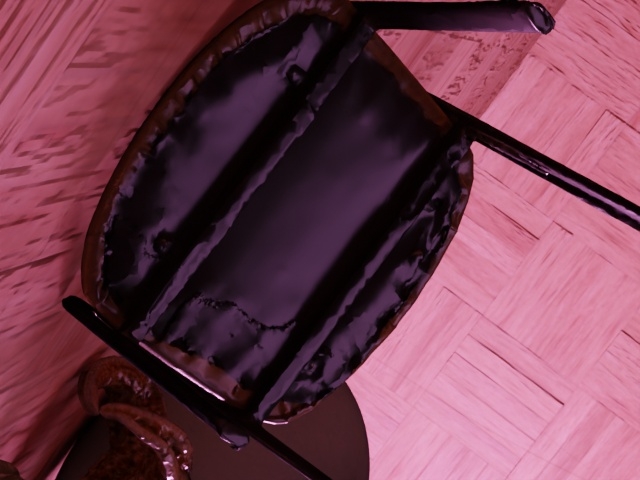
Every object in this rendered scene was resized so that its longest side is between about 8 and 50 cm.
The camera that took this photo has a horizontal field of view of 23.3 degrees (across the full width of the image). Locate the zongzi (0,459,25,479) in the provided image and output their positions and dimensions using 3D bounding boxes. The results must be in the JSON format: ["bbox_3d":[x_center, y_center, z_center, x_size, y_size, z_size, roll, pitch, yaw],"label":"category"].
[{"bbox_3d":[-0.131,0.156,0.624,0.055,0.119,0.109,-2,133,-52],"label":"zongzi"}]

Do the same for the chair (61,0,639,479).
[{"bbox_3d":[0.000,0.000,0.587,0.159,0.172,0.247,-53,-141,-7],"label":"chair"}]

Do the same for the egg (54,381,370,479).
[{"bbox_3d":[-0.069,0.159,0.911,0.231,0.168,0.168,-49,175,-14],"label":"egg"}]

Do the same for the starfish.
[{"bbox_3d":[-0.130,0.146,0.747,0.190,0.074,0.146,-50,-160,5],"label":"starfish"}]
